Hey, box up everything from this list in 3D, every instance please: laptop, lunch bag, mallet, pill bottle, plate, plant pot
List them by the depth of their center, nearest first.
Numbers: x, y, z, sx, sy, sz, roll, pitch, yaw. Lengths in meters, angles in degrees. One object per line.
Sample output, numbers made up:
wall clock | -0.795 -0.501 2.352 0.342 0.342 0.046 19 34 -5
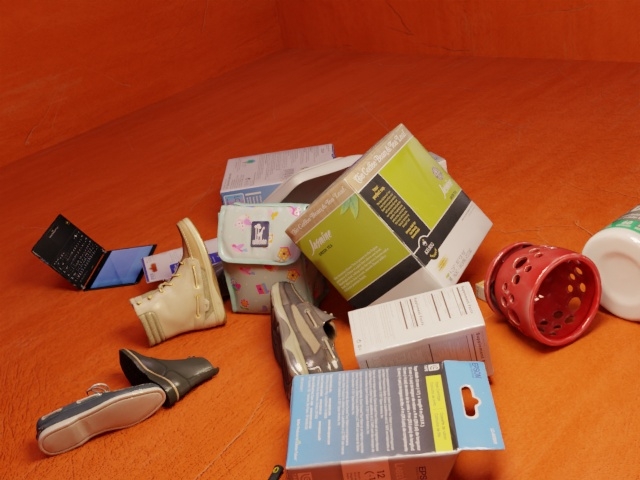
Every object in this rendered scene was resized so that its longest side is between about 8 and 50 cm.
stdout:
mallet | -0.111 0.436 1.365 0.062 0.039 0.190 -6 21 15
plant pot | 0.440 0.095 1.671 0.191 0.191 0.174 -21 25 -22
pill bottle | 0.732 0.004 1.731 0.361 0.204 0.204 -28 31 -32
lunch bag | -0.112 0.033 1.919 0.223 0.262 0.160 1 28 21
plate | -0.045 -0.120 2.030 0.277 0.045 0.278 -25 -10 -45
laptop | -0.616 0.021 2.272 0.136 0.264 0.234 -42 17 20

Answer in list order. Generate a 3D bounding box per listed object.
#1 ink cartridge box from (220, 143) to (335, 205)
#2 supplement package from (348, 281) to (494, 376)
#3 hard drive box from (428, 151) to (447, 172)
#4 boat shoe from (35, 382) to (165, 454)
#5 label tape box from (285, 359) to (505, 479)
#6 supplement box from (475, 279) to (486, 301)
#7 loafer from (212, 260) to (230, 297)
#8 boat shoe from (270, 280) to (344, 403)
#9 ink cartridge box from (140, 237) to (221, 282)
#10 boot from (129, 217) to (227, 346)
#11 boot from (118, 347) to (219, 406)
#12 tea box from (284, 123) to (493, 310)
ink cartridge box | -0.079 -0.158 2.423 0.395 0.151 0.270 -10 26 4
supplement package | 0.191 0.196 1.577 0.244 0.139 0.134 -14 34 4
hard drive box | 0.220 -0.113 2.187 0.232 0.181 0.089 -18 26 -16
boat shoe | -0.433 0.336 1.622 0.254 0.095 0.079 -25 40 -10
label tape box | 0.123 0.327 1.409 0.347 0.115 0.249 -5 26 4
supplement box | 0.398 0.115 1.819 0.062 0.036 0.098 -23 28 -26
loafer | -0.257 0.094 2.040 0.251 0.094 0.087 -29 32 -30
boat shoe | -0.029 0.207 1.718 0.130 0.132 0.355 -4 33 -10
ink cartridge box | -0.296 0.058 2.165 0.332 0.065 0.165 -14 26 -11
boot | -0.345 0.096 1.899 0.203 0.262 0.095 -18 6 -10
boot | -0.324 0.269 1.750 0.137 0.077 0.198 -26 43 -38
tea box | 0.158 -0.029 1.814 0.220 0.323 0.329 -39 4 39
